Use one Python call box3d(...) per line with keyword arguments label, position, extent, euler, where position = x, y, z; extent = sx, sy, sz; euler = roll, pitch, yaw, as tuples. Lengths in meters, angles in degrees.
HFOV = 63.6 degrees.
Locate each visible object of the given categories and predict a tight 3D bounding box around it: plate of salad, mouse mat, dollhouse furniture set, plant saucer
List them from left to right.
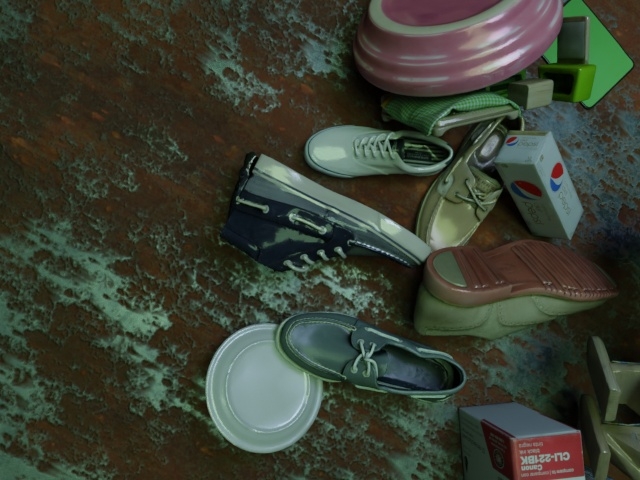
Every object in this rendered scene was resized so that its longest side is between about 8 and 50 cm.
box3d(label="plate of salad", position=(-0.089, 0.235, 0.833), extent=(0.199, 0.048, 0.200), euler=(8, 71, -24))
box3d(label="plant saucer", position=(0.207, -0.364, 0.822), extent=(0.331, 0.084, 0.333), euler=(-11, 49, 12))
box3d(label="dollhouse furniture set", position=(0.256, -0.284, 0.834), extent=(0.301, 0.197, 0.152), euler=(-16, 114, -15))
box3d(label="mouse mat", position=(0.514, -0.370, 1.010), extent=(0.152, 0.007, 0.190), euler=(-42, 93, -10))
box3d(label="dollhouse furniture set", position=(0.616, 0.163, 0.800), extent=(0.361, 0.257, 0.395), euler=(0, 118, 16))

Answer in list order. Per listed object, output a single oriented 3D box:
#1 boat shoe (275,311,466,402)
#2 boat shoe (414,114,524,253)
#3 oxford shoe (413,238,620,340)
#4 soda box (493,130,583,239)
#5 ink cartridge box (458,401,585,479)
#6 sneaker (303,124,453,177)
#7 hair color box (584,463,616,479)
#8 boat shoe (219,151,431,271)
box3d(label="boat shoe", position=(0.086, 0.185, 0.836), extent=(0.319, 0.099, 0.117), euler=(20, 70, -10))
box3d(label="boat shoe", position=(0.262, -0.093, 0.899), extent=(0.109, 0.098, 0.303), euler=(32, 81, -5))
box3d(label="oxford shoe", position=(0.336, 0.093, 0.899), extent=(0.396, 0.141, 0.147), euler=(2, 127, -18))
box3d(label="soda box", position=(0.373, -0.090, 0.872), extent=(0.216, 0.073, 0.069), euler=(43, 70, -39))
box3d(label="ink cartridge box", position=(0.316, 0.418, 0.813), extent=(0.114, 0.197, 0.273), euler=(-3, 85, -8))
box3d(label="sneaker", position=(0.102, -0.158, 0.882), extent=(0.257, 0.091, 0.094), euler=(-1, 85, -9))
box3d(label="hair color box", position=(0.510, 0.564, 0.843), extent=(0.105, 0.174, 0.348), euler=(-27, 90, -11))
box3d(label="boat shoe", position=(0.000, 0.000, 0.849), extent=(0.340, 0.127, 0.158), euler=(27, 88, 2))
